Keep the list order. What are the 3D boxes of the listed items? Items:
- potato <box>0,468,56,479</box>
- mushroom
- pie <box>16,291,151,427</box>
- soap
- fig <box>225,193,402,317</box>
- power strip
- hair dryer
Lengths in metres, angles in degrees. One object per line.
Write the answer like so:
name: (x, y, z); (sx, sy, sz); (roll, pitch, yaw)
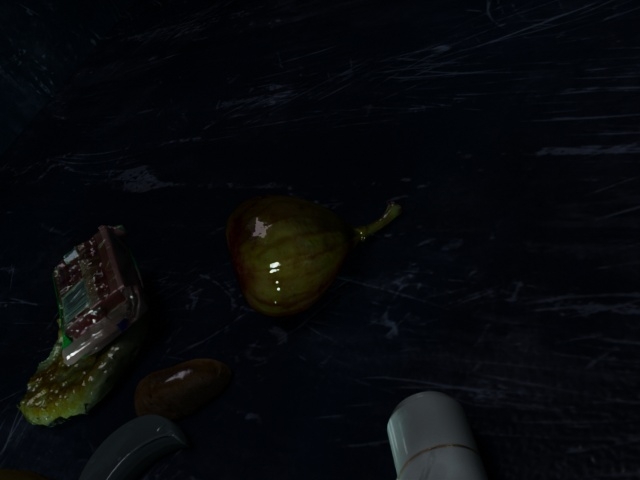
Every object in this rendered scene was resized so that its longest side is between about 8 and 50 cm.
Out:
potato: (-0.407, 0.446, 1.043); (0.246, 0.196, 0.300); (3, 79, 19)
mushroom: (-0.261, 0.266, 1.430); (0.209, 0.094, 0.072); (-22, 35, 18)
pie: (-0.485, 0.220, 1.704); (0.296, 0.078, 0.371); (-10, 46, 38)
soap: (-0.462, 0.101, 1.664); (0.218, 0.098, 0.273); (-36, 36, -1)
fig: (0.000, 0.000, 1.417); (0.320, 0.217, 0.217); (-17, 34, -7)
power strip: (-0.340, 0.402, 1.382); (0.253, 0.054, 0.167); (-48, 32, -11)
hair dryer: (0.051, 0.351, 1.040); (0.357, 0.107, 0.173); (-37, 31, 17)
